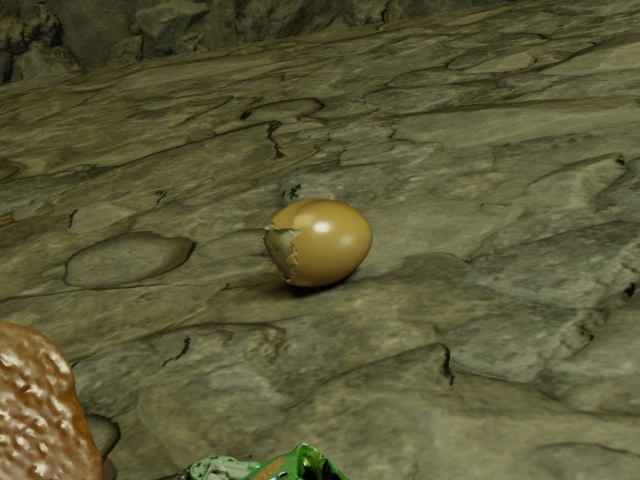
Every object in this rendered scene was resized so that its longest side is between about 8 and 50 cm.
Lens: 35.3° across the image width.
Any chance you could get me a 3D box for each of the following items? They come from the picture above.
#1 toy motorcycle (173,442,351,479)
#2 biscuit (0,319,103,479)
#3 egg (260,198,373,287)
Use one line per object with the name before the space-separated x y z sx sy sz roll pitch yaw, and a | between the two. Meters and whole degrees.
toy motorcycle | -0.022 0.160 0.512 0.106 0.074 0.190 -5 19 -9
biscuit | -0.222 0.162 0.494 0.277 0.052 0.262 -6 56 -44
egg | 0.000 0.000 0.904 0.096 0.080 0.080 -23 23 -22
